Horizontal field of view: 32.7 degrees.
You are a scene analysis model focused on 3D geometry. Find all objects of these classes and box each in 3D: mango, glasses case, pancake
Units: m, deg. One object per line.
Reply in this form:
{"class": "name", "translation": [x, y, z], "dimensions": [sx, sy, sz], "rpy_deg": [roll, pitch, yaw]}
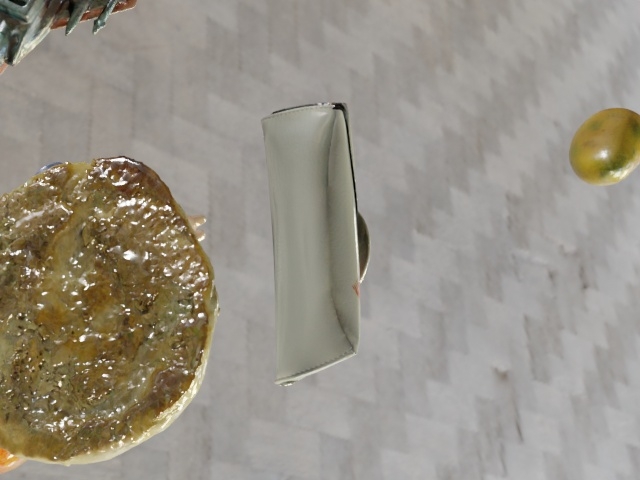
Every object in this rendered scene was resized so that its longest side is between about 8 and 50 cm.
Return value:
{"class": "mango", "translation": [0.397, -0.126, 1.516], "dimensions": [0.089, 0.111, 0.163], "rpy_deg": [55, 47, -10]}
{"class": "glasses case", "translation": [0.001, -0.001, 1.185], "dimensions": [0.083, 0.128, 0.308], "rpy_deg": [10, 71, -42]}
{"class": "pancake", "translation": [-0.271, 0.075, 1.205], "dimensions": [0.065, 0.356, 0.356], "rpy_deg": [46, 32, -68]}

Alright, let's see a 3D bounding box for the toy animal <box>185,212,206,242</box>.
{"class": "toy animal", "translation": [-0.312, 0.013, 1.882], "dimensions": [0.248, 0.165, 0.149], "rpy_deg": [-14, 40, -20]}

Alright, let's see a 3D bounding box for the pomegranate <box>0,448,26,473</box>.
{"class": "pomegranate", "translation": [-0.464, 0.224, 1.546], "dimensions": [0.257, 0.221, 0.221], "rpy_deg": [7, 64, -31]}

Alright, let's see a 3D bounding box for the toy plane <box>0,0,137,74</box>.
{"class": "toy plane", "translation": [-0.360, -0.284, 1.329], "dimensions": [0.223, 0.104, 0.326], "rpy_deg": [25, 60, 5]}

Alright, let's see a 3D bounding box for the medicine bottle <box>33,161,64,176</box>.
{"class": "medicine bottle", "translation": [-0.298, -0.004, 1.436], "dimensions": [0.231, 0.059, 0.059], "rpy_deg": [49, 32, 19]}
